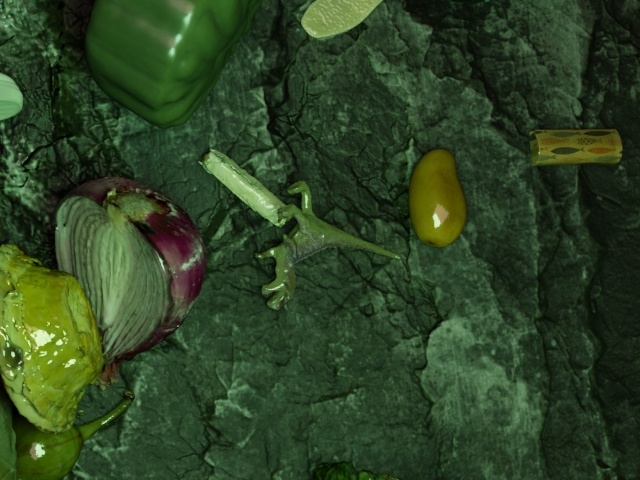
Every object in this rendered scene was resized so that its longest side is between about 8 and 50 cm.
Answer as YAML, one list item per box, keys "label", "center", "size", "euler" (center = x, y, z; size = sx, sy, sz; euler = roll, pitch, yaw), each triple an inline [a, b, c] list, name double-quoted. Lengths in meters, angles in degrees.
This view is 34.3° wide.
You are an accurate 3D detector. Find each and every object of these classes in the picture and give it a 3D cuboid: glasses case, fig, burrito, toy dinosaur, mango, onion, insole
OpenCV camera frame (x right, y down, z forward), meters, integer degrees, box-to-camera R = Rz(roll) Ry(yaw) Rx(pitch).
- label: "glasses case"
  center: [0.474, -0.174, 1.923]
  size: [0.170, 0.041, 0.064]
  euler: [-2, 82, -13]
- label: "fig"
  center: [-0.394, 0.299, 1.623]
  size: [0.236, 0.124, 0.124]
  euler: [-26, 88, -38]
- label: "burrito"
  center: [-0.125, -0.090, 1.768]
  size: [0.185, 0.041, 0.045]
  euler: [41, 117, -5]
- label: "toy dinosaur"
  center: [-0.003, -0.001, 1.759]
  size: [0.251, 0.072, 0.199]
  euler: [-31, 117, -25]
- label: "mango"
  center: [0.205, -0.078, 1.822]
  size: [0.102, 0.085, 0.184]
  euler: [4, 75, -13]
- label: "onion"
  center: [-0.290, 0.064, 1.637]
  size: [0.267, 0.348, 0.159]
  euler: [36, 38, 27]
- label: "insole"
  center: [0.070, -0.444, 1.880]
  size: [0.248, 0.011, 0.081]
  euler: [-39, 91, -16]

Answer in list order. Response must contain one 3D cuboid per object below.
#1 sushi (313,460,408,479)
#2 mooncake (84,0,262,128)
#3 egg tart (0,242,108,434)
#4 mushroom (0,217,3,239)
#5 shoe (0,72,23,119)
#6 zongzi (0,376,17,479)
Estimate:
- label: "sushi"
  center: [0.156, 0.459, 1.623]
  size: [0.352, 0.294, 0.178]
  euler: [12, 75, -10]
- label: "mooncake"
  center: [-0.218, -0.357, 1.645]
  size: [0.187, 0.351, 0.351]
  euler: [32, 76, 5]
- label: "egg tart"
  center: [-0.397, 0.135, 1.525]
  size: [0.116, 0.295, 0.294]
  euler: [-18, 86, 4]
- label: "mushroom"
  center: [-0.577, -0.027, 1.601]
  size: [0.166, 0.127, 0.166]
  euler: [-5, 119, -8]
- label: "shoe"
  center: [-0.647, -0.287, 1.630]
  size: [0.363, 0.132, 0.160]
  euler: [6, 75, -9]
- label: "zongzi"
  center: [-0.488, 0.221, 1.476]
  size: [0.174, 0.393, 0.356]
  euler: [35, 69, -47]
